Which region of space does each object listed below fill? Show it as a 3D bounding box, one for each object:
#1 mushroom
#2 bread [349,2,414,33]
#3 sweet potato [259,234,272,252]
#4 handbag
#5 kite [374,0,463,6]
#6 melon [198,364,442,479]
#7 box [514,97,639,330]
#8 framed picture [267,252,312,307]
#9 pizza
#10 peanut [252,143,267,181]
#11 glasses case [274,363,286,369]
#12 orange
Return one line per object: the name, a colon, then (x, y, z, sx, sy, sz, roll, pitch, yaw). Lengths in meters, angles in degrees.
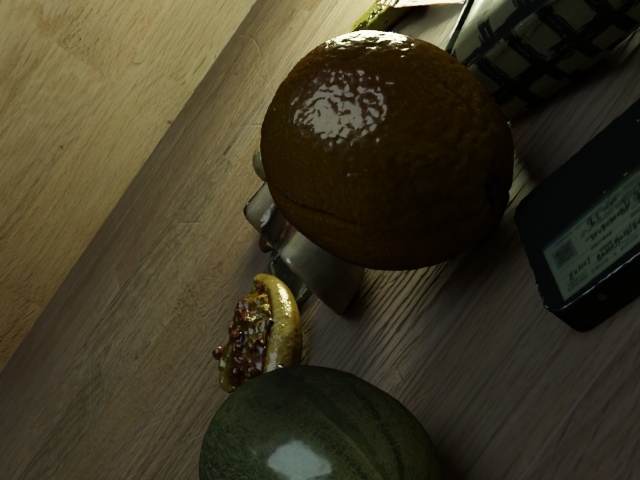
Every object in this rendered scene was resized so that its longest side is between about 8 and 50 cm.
mushroom: (0.015, -0.002, 1.336, 0.162, 0.236, 0.173, -46, 39, -3)
bread: (0.148, -0.512, 1.884, 0.226, 0.049, 0.088, -37, 31, 39)
sweet potato: (-0.055, -0.062, 1.714, 0.214, 0.050, 0.050, -51, 24, 2)
handbag: (0.337, -0.373, 1.215, 0.325, 0.163, 0.327, -38, 26, 53)
kite: (0.266, -0.579, 1.729, 0.378, 0.013, 0.327, -28, 42, 26)
melon: (-0.004, 0.269, 0.972, 0.329, 0.249, 0.248, -2, 58, 58)
box: (0.372, -0.071, 0.918, 0.350, 0.058, 0.211, -43, 29, 28)
framed picture: (0.000, 0.000, 1.565, 0.281, 0.019, 0.209, -49, 26, 17)
pizza: (-0.121, 0.183, 1.475, 0.228, 0.081, 0.289, -53, 30, 26)
peanut: (-0.066, -0.173, 1.785, 0.236, 0.120, 0.110, -6, 81, 59)
glasses case: (-0.054, 0.292, 1.266, 0.103, 0.070, 0.193, 14, 68, 35)
orange: (0.093, -0.120, 1.160, 0.357, 0.322, 0.322, 24, 81, 41)
